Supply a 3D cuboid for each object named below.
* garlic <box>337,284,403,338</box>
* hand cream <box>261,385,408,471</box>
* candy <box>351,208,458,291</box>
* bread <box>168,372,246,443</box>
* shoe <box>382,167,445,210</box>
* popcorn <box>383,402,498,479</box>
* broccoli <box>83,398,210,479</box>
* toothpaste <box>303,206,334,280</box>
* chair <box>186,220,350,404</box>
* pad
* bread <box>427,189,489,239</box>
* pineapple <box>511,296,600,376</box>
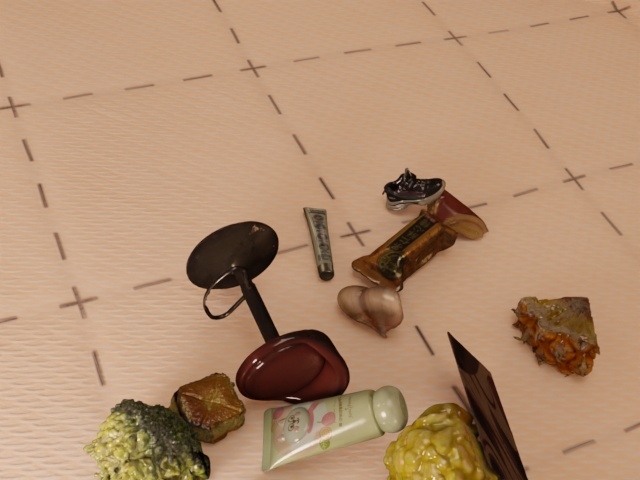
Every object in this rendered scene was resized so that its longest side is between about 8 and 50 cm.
[{"bbox_3d":[0.117,0.150,2.012,0.174,0.124,0.099,4,58,30],"label":"garlic"},{"bbox_3d":[0.023,0.366,1.758,0.305,0.093,0.147,-18,44,17],"label":"hand cream"},{"bbox_3d":[0.213,0.029,2.152,0.271,0.101,0.143,-35,54,-28],"label":"candy"},{"bbox_3d":[-0.229,0.346,1.792,0.140,0.069,0.128,-20,55,-31],"label":"bread"},{"bbox_3d":[0.234,-0.143,2.269,0.169,0.099,0.071,-16,31,19],"label":"shoe"},{"bbox_3d":[0.227,0.442,1.696,0.212,0.259,0.259,-31,52,9],"label":"popcorn"},{"bbox_3d":[-0.329,0.431,1.629,0.243,0.247,0.263,-50,24,-8],"label":"broccoli"},{"bbox_3d":[0.000,0.000,2.176,0.062,0.039,0.239,3,45,-14],"label":"toothpaste"},{"bbox_3d":[-0.115,0.173,1.869,0.226,0.226,0.401,-15,53,-23],"label":"chair"},{"bbox_3d":[0.351,0.360,1.814,0.004,0.220,0.330,-31,44,19],"label":"pad"},{"bbox_3d":[0.339,-0.072,2.273,0.192,0.067,0.119,40,29,22],"label":"bread"},{"bbox_3d":[0.562,0.203,2.046,0.186,0.114,0.236,-24,53,-28],"label":"pineapple"}]
